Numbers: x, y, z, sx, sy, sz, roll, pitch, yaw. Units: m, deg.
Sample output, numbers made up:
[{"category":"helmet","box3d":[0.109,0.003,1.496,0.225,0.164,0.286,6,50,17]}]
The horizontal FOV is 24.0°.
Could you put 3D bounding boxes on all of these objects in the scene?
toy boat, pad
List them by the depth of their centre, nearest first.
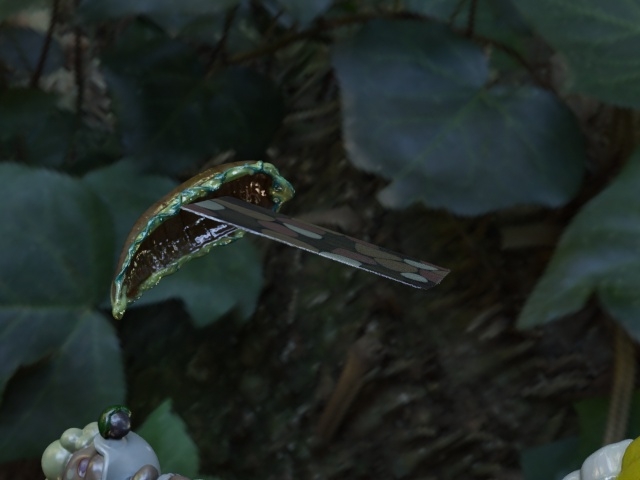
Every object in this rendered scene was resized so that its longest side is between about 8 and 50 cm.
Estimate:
[{"category":"pad","box3d":[0.000,0.000,1.385,0.235,0.003,0.158,19,9,10]},{"category":"toy boat","box3d":[-0.166,-0.010,1.838,0.293,0.108,0.099,-36,52,-28]}]

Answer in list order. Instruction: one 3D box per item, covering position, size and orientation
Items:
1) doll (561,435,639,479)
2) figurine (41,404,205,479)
[{"category":"doll","box3d":[0.310,0.202,1.152,0.237,0.252,0.111,37,33,-34]},{"category":"figurine","box3d":[-0.167,0.214,1.284,0.093,0.197,0.147,-2,97,-33]}]
